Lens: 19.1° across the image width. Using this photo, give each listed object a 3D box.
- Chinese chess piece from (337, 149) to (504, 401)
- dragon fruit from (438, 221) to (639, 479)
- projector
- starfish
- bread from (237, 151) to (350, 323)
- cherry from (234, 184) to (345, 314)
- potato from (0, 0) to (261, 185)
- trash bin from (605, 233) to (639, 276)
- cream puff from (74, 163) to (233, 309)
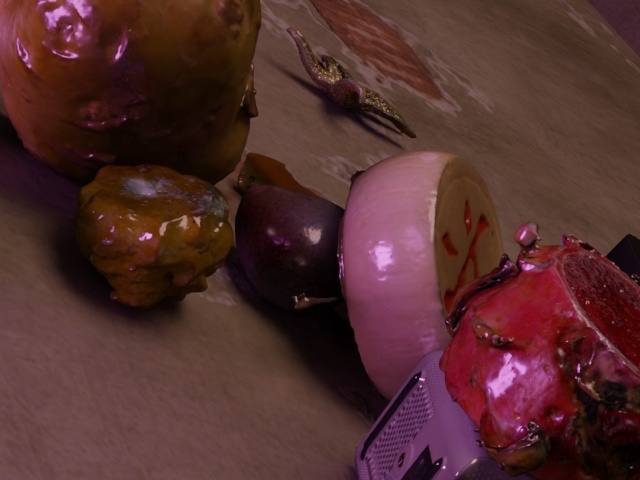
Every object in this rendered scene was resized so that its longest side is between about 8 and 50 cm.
[{"bbox_3d":[0.101,0.039,1.805,0.250,0.103,0.250,-7,90,-69],"label":"Chinese chess piece"},{"bbox_3d":[0.210,0.087,1.549,0.211,0.147,0.282,35,26,8],"label":"dragon fruit"},{"bbox_3d":[0.164,0.226,1.599,0.242,0.163,0.177,27,25,-22],"label":"projector"},{"bbox_3d":[0.034,-0.196,2.415,0.223,0.050,0.217,42,12,-24],"label":"starfish"},{"bbox_3d":[0.000,0.000,1.954,0.088,0.049,0.226,12,32,-50],"label":"bread"},{"bbox_3d":[-0.036,0.008,1.793,0.188,0.115,0.148,-10,73,-57],"label":"cherry"},{"bbox_3d":[-0.169,-0.148,1.684,0.246,0.299,0.196,-8,31,-2],"label":"potato"},{"bbox_3d":[0.305,0.125,1.947,0.165,0.225,0.115,29,22,-22],"label":"trash bin"},{"bbox_3d":[-0.147,0.004,1.637,0.146,0.116,0.146,8,29,-5],"label":"cream puff"}]
